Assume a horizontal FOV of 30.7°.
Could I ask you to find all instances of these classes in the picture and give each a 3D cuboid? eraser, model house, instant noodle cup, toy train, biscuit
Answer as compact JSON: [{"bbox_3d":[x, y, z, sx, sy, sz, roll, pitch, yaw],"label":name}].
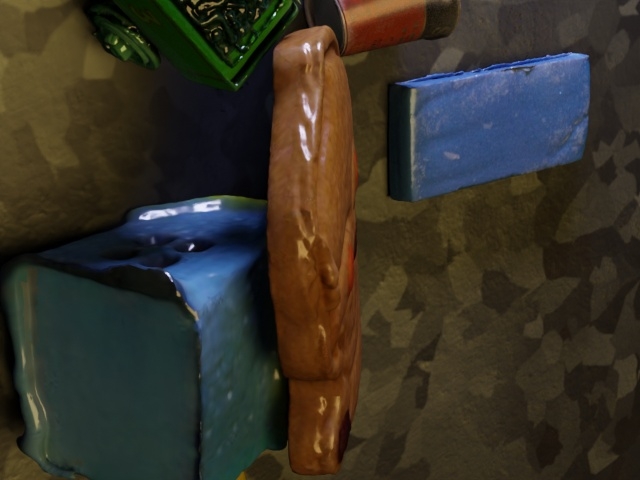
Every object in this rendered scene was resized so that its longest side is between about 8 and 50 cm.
[{"bbox_3d":[0.216,-0.144,1.437,0.312,0.042,0.144,-14,112,-34],"label":"eraser"},{"bbox_3d":[-0.125,0.091,1.150,0.303,0.215,0.237,-26,121,-53],"label":"model house"},{"bbox_3d":[0.060,-0.255,1.240,0.136,0.127,0.127,-23,118,-21],"label":"instant noodle cup"},{"bbox_3d":[-0.148,-0.243,1.029,0.132,0.188,0.243,-54,129,-14],"label":"toy train"},{"bbox_3d":[0.001,0.000,1.161,0.078,0.350,0.455,-3,128,2],"label":"biscuit"}]

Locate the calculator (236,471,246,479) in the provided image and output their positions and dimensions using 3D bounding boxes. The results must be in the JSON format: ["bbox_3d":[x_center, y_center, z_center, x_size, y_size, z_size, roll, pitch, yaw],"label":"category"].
[{"bbox_3d":[-0.152,0.341,1.318,0.146,0.032,0.235,10,97,-39],"label":"calculator"}]
